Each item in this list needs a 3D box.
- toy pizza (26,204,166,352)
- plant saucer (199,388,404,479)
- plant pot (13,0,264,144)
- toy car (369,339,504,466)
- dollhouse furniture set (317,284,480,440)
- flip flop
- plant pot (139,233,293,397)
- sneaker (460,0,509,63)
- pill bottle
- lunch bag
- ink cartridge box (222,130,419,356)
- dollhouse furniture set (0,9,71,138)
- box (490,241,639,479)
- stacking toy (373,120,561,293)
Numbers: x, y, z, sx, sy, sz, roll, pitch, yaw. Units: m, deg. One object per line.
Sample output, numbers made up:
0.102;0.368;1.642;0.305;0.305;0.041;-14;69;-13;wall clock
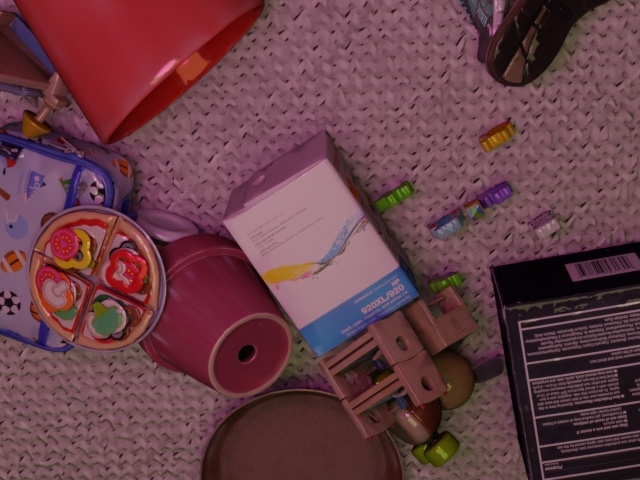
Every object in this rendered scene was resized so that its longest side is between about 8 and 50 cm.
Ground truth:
-0.299;0.054;1.589;0.201;0.032;0.201;3;103;14;toy pizza
-0.028;0.356;1.845;0.311;0.050;0.310;1;110;2;plant saucer
-0.251;-0.299;1.539;0.275;0.275;0.243;-41;94;13;plant pot
0.173;0.212;1.777;0.188;0.149;0.155;-44;91;-12;toy car
0.124;0.168;1.669;0.129;0.184;0.129;-40;77;43;dollhouse furniture set
0.314;-0.323;1.602;0.112;0.080;0.277;37;94;-19;flip flop
-0.136;0.115;1.642;0.201;0.180;0.201;-17;124;-27;plant pot
0.215;-0.322;1.627;0.076;0.065;0.166;7;106;16;sneaker
-0.243;0.055;1.724;0.103;0.103;0.184;16;107;-5;pill bottle
-0.386;-0.009;1.672;0.243;0.115;0.303;19;108;11;lunch bag
0.000;0.000;1.668;0.168;0.171;0.232;-32;105;9;ink cartridge box
-0.511;-0.226;1.515;0.303;0.286;0.198;46;104;11;dollhouse furniture set
0.412;0.173;1.715;0.296;0.182;0.294;-9;107;5;box
0.211;-0.043;1.711;0.221;0.052;0.167;-30;104;6;stacking toy
